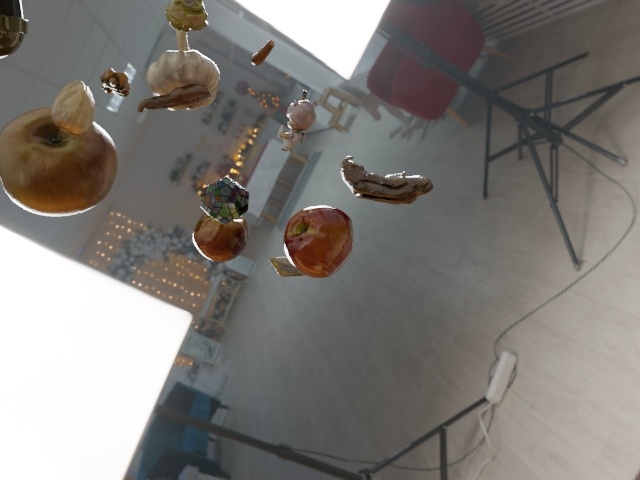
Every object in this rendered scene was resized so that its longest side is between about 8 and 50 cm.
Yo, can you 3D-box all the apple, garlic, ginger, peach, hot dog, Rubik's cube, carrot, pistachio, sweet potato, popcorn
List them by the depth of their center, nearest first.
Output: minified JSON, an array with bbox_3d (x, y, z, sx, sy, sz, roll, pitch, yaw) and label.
[{"bbox_3d":[-0.372,-0.356,1.243,0.214,0.050,0.050,-30,-9,-39],"label":"sweet potato"},{"bbox_3d":[-0.339,-0.577,1.252,0.097,0.109,0.089,-45,-2,-37],"label":"popcorn"},{"bbox_3d":[-0.257,-0.109,1.332,0.133,0.111,0.133,-23,15,6],"label":"Rubik's cube"},{"bbox_3d":[-0.385,-0.485,1.362,0.199,0.199,0.225,-31,68,63],"label":"garlic"},{"bbox_3d":[-0.159,-0.515,1.362,0.093,0.032,0.032,-28,38,44],"label":"carrot"},{"bbox_3d":[-0.744,-0.407,1.508,0.145,0.117,0.200,-31,43,27],"label":"pistachio"},{"bbox_3d":[0.000,0.000,1.551,0.199,0.244,0.243,48,115,41],"label":"peach"},{"bbox_3d":[0.208,-0.184,1.622,0.107,0.310,0.132,-60,-17,-60],"label":"ginger"},{"bbox_3d":[-0.323,-0.014,1.635,0.160,0.195,0.173,49,113,27],"label":"apple"},{"bbox_3d":[-0.952,-0.288,1.779,0.333,0.401,0.400,95,-168,-63],"label":"apple"},{"bbox_3d":[-0.798,-0.611,1.925,0.269,0.109,0.072,-161,80,-70],"label":"hot dog"}]

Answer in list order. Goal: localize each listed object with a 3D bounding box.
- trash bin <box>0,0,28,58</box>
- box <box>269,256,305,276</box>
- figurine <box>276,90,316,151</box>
[{"bbox_3d":[-0.975,-0.702,1.429,0.214,0.214,0.333,-116,27,-70],"label":"trash bin"},{"bbox_3d":[-0.123,0.103,1.934,0.022,0.156,0.089,-47,66,24],"label":"box"},{"bbox_3d":[-0.083,-0.436,1.836,0.137,0.112,0.228,-9,-52,-59],"label":"figurine"}]
